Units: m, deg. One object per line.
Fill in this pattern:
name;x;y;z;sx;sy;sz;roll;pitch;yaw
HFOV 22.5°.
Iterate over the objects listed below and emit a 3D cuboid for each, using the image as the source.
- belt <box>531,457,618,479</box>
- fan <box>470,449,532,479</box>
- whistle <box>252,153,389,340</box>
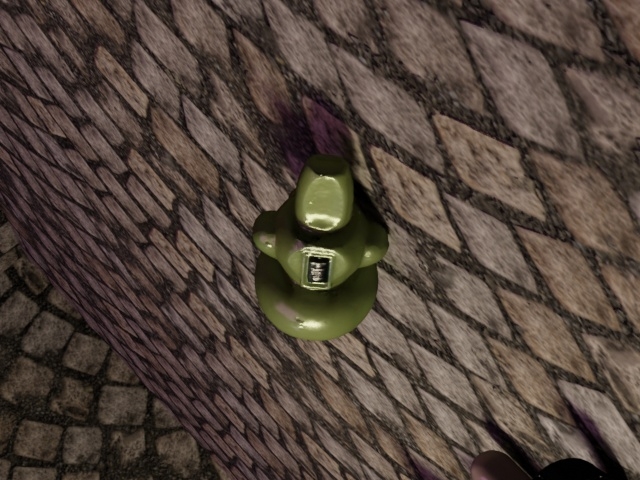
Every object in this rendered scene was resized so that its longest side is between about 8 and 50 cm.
belt;0.257;0.273;1.579;0.140;0.105;0.058;51;171;-30
fan;0.257;0.328;1.775;0.244;0.074;0.130;44;165;22
whistle;0.001;-0.007;1.655;0.141;0.141;0.294;41;144;29
